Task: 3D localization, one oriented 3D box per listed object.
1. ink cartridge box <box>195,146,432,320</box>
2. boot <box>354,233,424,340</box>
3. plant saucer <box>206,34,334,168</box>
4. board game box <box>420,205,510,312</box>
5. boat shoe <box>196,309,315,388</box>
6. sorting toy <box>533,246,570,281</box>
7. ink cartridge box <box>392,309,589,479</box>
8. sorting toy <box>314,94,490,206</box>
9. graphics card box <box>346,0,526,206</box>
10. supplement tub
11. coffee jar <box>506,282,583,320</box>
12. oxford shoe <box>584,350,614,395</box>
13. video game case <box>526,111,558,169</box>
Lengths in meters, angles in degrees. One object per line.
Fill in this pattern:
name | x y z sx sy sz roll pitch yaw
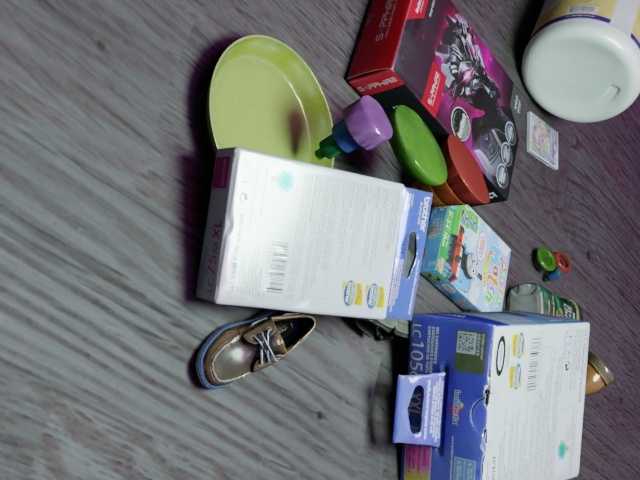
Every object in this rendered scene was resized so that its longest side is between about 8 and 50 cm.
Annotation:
ink cartridge box | 0.000 0.000 1.152 0.311 0.065 0.185 9 89 -33
boot | 0.076 0.045 1.290 0.246 0.083 0.161 37 57 -47
plant saucer | -0.070 -0.149 1.196 0.241 0.037 0.241 15 71 -48
board game box | 0.251 0.033 1.543 0.211 0.039 0.160 40 53 -39
boat shoe | -0.076 0.124 1.109 0.183 0.066 0.066 -32 107 -48
sorting toy | 0.451 0.051 1.786 0.102 0.042 0.061 10 59 -37
ink cartridge box | 0.262 0.247 1.396 0.395 0.151 0.270 5 90 -52
sorting toy | 0.114 -0.107 1.324 0.365 0.126 0.127 16 50 -53
graphics card box | 0.207 -0.249 1.507 0.371 0.094 0.233 42 52 -38
supplement tub | 0.565 -0.431 1.859 0.241 0.241 0.331 53 47 -30
coffee jar | 0.426 0.144 1.699 0.184 0.079 0.096 21 67 -47
oxford shoe | 0.445 0.230 1.610 0.076 0.076 0.212 53 0 -2
video game case | 0.458 -0.204 1.863 0.122 0.011 0.087 22 66 -46
